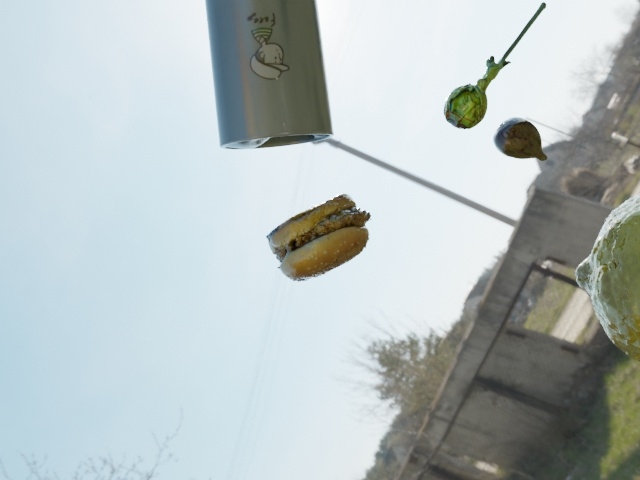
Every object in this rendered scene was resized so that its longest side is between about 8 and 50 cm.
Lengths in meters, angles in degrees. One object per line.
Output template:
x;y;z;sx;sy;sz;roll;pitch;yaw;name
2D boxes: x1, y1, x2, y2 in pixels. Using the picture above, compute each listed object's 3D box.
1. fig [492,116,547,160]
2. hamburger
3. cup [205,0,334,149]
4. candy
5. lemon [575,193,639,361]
0.537;-0.257;1.573;0.109;0.155;0.103;-47;2;14;fig
0.006;-0.004;1.061;0.191;0.117;0.182;-31;-3;9;hamburger
-0.095;-0.322;1.044;0.205;0.206;0.311;-18;-78;-65;cup
0.320;-0.317;1.072;0.262;0.077;0.073;-53;-2;11;candy
0.369;0.037;0.564;0.192;0.231;0.192;-17;-71;-63;lemon
